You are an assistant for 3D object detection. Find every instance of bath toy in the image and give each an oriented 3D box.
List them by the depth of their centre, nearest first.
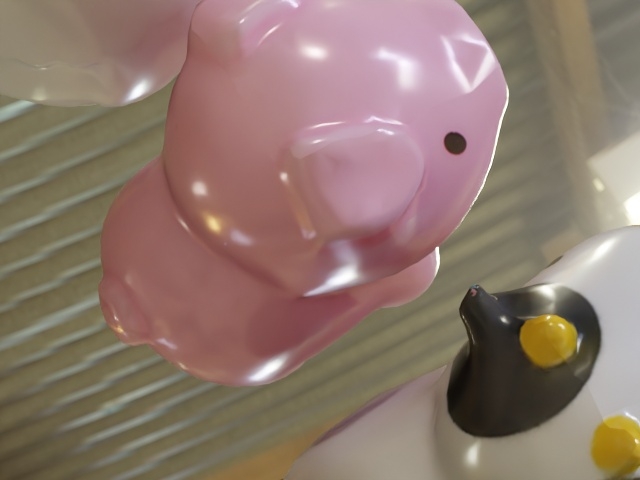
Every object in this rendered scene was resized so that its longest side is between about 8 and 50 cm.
[{"bbox_3d":[0.000,0.000,0.427,0.151,0.348,0.129,-40,-18,11],"label":"bath toy"}]
